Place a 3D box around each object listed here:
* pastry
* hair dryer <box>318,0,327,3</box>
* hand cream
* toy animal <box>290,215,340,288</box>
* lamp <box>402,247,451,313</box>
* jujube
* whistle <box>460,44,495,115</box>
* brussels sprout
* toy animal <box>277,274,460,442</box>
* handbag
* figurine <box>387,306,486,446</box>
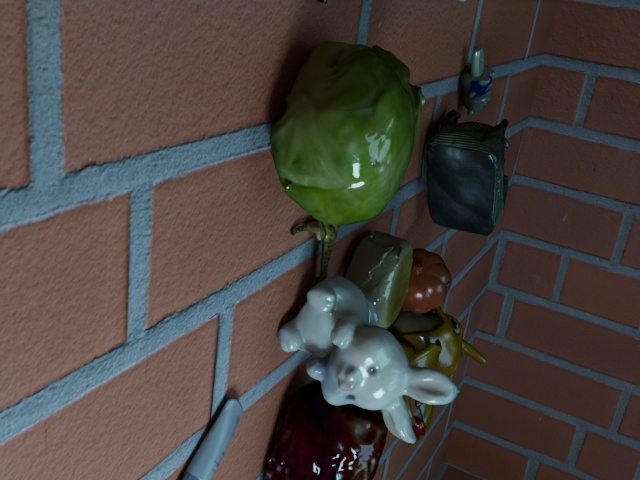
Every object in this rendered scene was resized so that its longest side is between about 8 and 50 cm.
[{"bbox_3d":[0.149,0.099,1.796,0.265,0.133,0.265,-48,147,-45],"label":"pastry"},{"bbox_3d":[-0.002,-0.454,1.213,0.083,0.031,0.079,-4,120,-50],"label":"hair dryer"},{"bbox_3d":[-0.217,0.419,1.336,0.079,0.048,0.255,82,32,-55],"label":"hand cream"},{"bbox_3d":[0.005,-0.007,1.509,0.149,0.054,0.276,-55,153,-29],"label":"toy animal"},{"bbox_3d":[0.285,0.112,2.042,0.188,0.187,0.164,-61,158,-23],"label":"lamp"},{"bbox_3d":[0.007,0.498,1.632,0.258,0.258,0.377,-22,131,-61],"label":"jujube"},{"bbox_3d":[0.480,-0.483,2.156,0.110,0.092,0.245,-50,150,-32],"label":"whistle"},{"bbox_3d":[0.048,-0.185,1.249,0.328,0.246,0.328,8,90,-80],"label":"brussels sprout"},{"bbox_3d":[0.103,0.245,1.488,0.241,0.368,0.196,-6,137,-49],"label":"toy animal"},{"bbox_3d":[0.439,-0.209,2.070,0.240,0.247,0.341,-53,144,-39],"label":"handbag"},{"bbox_3d":[0.295,0.396,2.172,0.387,0.268,0.401,-36,129,-33],"label":"figurine"}]
